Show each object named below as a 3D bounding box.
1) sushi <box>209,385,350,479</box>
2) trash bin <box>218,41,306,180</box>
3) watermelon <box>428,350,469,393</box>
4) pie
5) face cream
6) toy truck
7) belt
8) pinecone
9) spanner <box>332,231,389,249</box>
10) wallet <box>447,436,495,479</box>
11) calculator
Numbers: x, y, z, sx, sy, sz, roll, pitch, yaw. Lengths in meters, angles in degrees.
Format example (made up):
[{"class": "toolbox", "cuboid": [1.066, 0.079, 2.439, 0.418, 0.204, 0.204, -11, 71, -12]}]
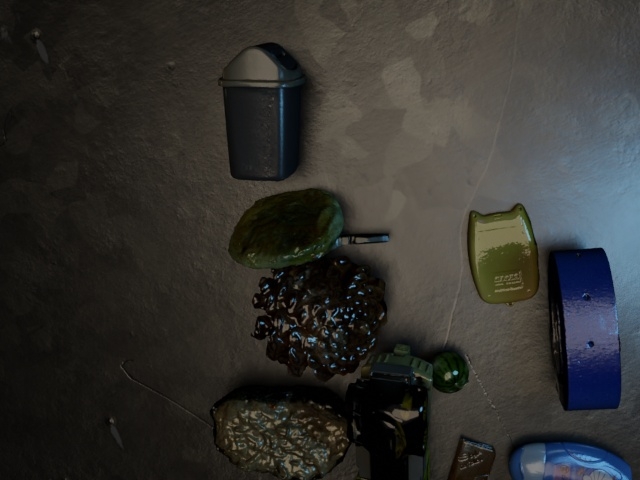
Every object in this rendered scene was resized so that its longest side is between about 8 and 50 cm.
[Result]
[{"class": "sushi", "cuboid": [-0.096, 0.459, 1.600, 0.350, 0.171, 0.211, 10, 97, 8]}, {"class": "trash bin", "cuboid": [-0.126, -0.290, 1.487, 0.182, 0.209, 0.290, 3, 110, 7]}, {"class": "watermelon", "cuboid": [0.297, 0.311, 1.543, 0.109, 0.109, 0.109, 1, 97, 10]}, {"class": "pie", "cuboid": [-0.079, -0.030, 1.505, 0.277, 0.277, 0.079, -6, 125, 11]}, {"class": "face cream", "cuboid": [0.570, 0.538, 1.533, 0.263, 0.083, 0.149, 8, 95, 10]}, {"class": "toy truck", "cuboid": [0.171, 0.445, 1.510, 0.180, 0.254, 0.405, 4, 112, 19]}, {"class": "belt", "cuboid": [0.562, 0.191, 1.429, 0.117, 0.212, 0.347, -5, 92, 10]}, {"class": "pinecone", "cuboid": [-0.014, 0.169, 1.511, 0.296, 0.242, 0.298, 27, 69, 20]}, {"class": "spanner", "cuboid": [0.000, 0.000, 1.565, 0.324, 0.095, 0.040, -3, 97, 11]}, {"class": "wallet", "cuboid": [0.358, 0.572, 1.604, 0.095, 0.026, 0.176, 17, 100, 6]}, {"class": "calculator", "cuboid": [0.423, 0.040, 1.526, 0.157, 0.033, 0.237, -10, 97, 10]}]
